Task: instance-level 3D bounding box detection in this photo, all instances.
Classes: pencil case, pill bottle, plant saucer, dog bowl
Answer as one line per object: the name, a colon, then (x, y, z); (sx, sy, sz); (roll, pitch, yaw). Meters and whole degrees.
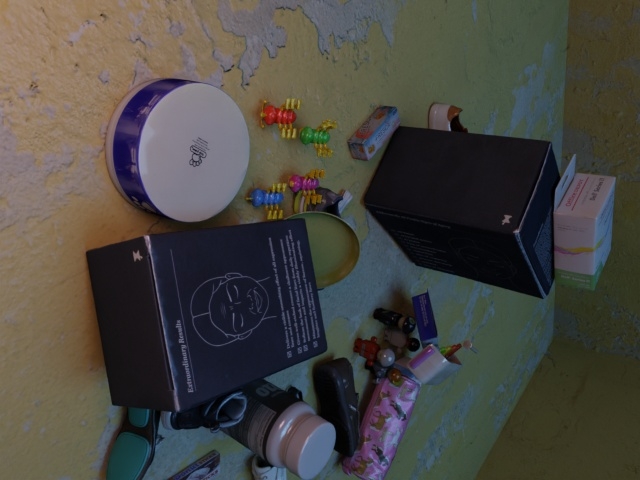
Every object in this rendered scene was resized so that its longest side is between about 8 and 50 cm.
pencil case: (0.212, 0.648, 1.941); (0.160, 0.167, 0.386); (51, 60, -72)
pill bottle: (-0.112, 0.443, 1.340); (0.161, 0.283, 0.161); (-24, 122, -46)
plant saucer: (-0.022, 0.019, 1.378); (0.037, 0.240, 0.241); (-95, 170, -53)
dog bowl: (-0.263, -0.170, 1.057); (0.264, 0.104, 0.265); (-23, 121, -45)

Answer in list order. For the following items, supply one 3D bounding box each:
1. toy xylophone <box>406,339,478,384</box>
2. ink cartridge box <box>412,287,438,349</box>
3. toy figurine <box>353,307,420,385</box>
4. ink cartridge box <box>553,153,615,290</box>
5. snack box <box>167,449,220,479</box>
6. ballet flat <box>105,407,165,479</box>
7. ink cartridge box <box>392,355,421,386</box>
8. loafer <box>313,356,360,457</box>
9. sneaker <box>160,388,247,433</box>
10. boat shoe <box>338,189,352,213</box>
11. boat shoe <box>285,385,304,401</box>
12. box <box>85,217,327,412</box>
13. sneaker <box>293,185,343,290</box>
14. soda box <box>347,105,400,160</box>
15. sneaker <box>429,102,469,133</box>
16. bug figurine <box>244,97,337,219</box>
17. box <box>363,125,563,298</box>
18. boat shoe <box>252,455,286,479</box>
toy xylophone: (0.427, 0.417, 1.931); (0.236, 0.081, 0.323); (-38, 153, 2)
ink cartridge box: (0.372, 0.297, 1.953); (0.333, 0.065, 0.166); (65, 16, -62)
toy figurine: (0.236, 0.355, 1.864); (0.213, 0.148, 0.210); (-52, 139, -26)
ink cartridge box: (0.772, -0.053, 1.622); (0.207, 0.119, 0.354); (-49, 136, -33)
snack box: (-0.318, 0.582, 1.348); (0.178, 0.022, 0.064); (-19, 119, -48)
ballet flat: (-0.366, 0.391, 1.161); (0.096, 0.095, 0.281); (10, 96, -68)
ink cartridge box: (0.323, 0.526, 2.090); (0.092, 0.089, 0.143); (-10, 112, -50)
loafer: (0.077, 0.522, 1.738); (0.130, 0.133, 0.366); (-32, 127, -41)
sneaker: (-0.220, 0.323, 1.219); (0.268, 0.153, 0.101); (-54, 148, -57)
boat shoe: (0.050, -0.102, 1.549); (0.035, 0.035, 0.100); (47, 68, -19)
boat shoe: (-0.071, 0.481, 1.612); (0.049, 0.042, 0.133); (-38, 132, -41)
box: (-0.205, 0.126, 1.088); (0.395, 0.211, 0.294); (-8, 89, -51)
sneaker: (0.000, 0.000, 1.445); (0.111, 0.121, 0.300); (-26, 123, -43)
soda box: (0.154, -0.306, 1.576); (0.183, 0.058, 0.063); (-51, 138, -28)
sneaker: (0.439, -0.318, 1.885); (0.106, 0.123, 0.290); (-43, 135, -37)
bug figurine: (-0.070, -0.191, 1.306); (0.216, 0.072, 0.279); (-1, 109, -39)
box: (0.468, -0.085, 1.715); (0.471, 0.479, 0.298); (40, 70, -51)
boat shoe: (-0.149, 0.623, 1.527); (0.096, 0.098, 0.277); (18, 80, -53)
